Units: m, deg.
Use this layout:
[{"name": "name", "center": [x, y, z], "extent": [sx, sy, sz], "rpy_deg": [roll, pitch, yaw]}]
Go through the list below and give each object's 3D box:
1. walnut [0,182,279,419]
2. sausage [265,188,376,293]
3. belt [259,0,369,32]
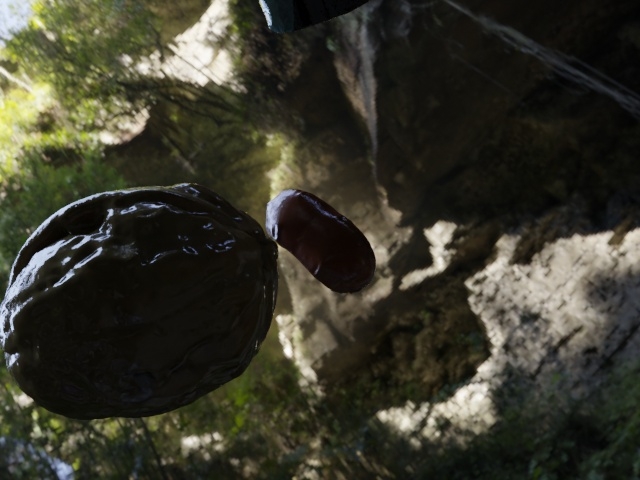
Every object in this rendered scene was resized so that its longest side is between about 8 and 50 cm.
[{"name": "walnut", "center": [-0.151, 0.052, 0.734], "extent": [0.245, 0.198, 0.198], "rpy_deg": [-18, -40, 7]}, {"name": "sausage", "center": [0.002, -0.002, 1.674], "extent": [0.133, 0.258, 0.133], "rpy_deg": [-34, -33, -26]}, {"name": "belt", "center": [-0.002, -0.349, 1.202], "extent": [0.198, 0.151, 0.078], "rpy_deg": [-38, -60, -31]}]
